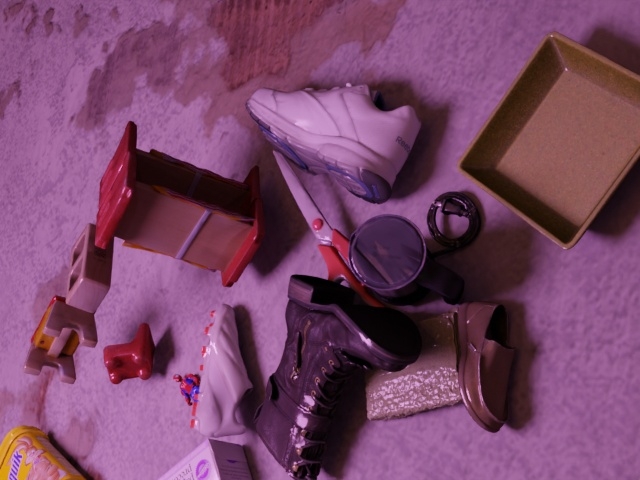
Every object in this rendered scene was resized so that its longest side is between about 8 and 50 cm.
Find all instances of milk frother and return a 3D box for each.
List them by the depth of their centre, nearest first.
[{"bbox_3d":[0.109,-0.002,1.044,0.129,0.135,0.143,8,81,12],"label":"milk frother"}]

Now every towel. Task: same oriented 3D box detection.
[{"bbox_3d":[0.110,0.145,1.064,0.148,0.027,0.110,-23,60,34],"label":"towel"}]

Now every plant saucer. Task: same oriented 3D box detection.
[{"bbox_3d":[0.267,-0.106,1.004,0.188,0.045,0.188,-56,47,11],"label":"plant saucer"}]

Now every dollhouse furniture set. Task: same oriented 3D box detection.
[{"bbox_3d":[-0.253,0.042,1.316,0.374,0.201,0.152,-54,28,30],"label":"dollhouse furniture set"}]

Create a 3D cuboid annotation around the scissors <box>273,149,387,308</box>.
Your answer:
[{"bbox_3d":[0.000,0.000,1.190,0.297,0.021,0.109,43,104,31],"label":"scissors"}]

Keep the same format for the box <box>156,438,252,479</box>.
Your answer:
[{"bbox_3d":[-0.224,0.380,1.252,0.324,0.067,0.063,-42,51,24],"label":"box"}]

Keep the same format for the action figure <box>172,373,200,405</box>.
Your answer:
[{"bbox_3d":[-0.171,0.213,1.295,0.115,0.030,0.038,26,97,47],"label":"action figure"}]

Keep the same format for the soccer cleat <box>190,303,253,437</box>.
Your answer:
[{"bbox_3d":[-0.126,0.175,1.250,0.068,0.076,0.196,106,171,-52],"label":"soccer cleat"}]

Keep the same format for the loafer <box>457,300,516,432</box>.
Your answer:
[{"bbox_3d":[0.178,0.128,0.987,0.050,0.056,0.148,-28,57,40],"label":"loafer"}]

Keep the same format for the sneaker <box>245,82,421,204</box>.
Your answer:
[{"bbox_3d":[0.017,-0.150,1.229,0.297,0.111,0.129,30,79,41],"label":"sneaker"}]

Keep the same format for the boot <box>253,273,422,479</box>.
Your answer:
[{"bbox_3d":[0.010,0.176,1.085,0.263,0.091,0.229,28,106,60],"label":"boot"}]

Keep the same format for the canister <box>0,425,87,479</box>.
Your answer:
[{"bbox_3d":[-0.437,0.380,1.442,0.170,0.073,0.126,25,92,43],"label":"canister"}]
